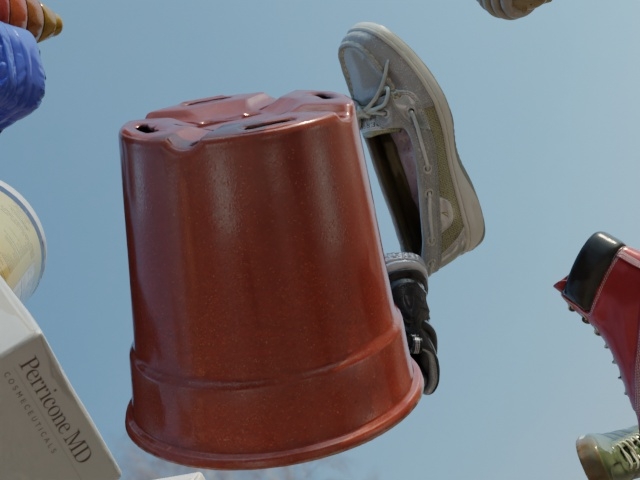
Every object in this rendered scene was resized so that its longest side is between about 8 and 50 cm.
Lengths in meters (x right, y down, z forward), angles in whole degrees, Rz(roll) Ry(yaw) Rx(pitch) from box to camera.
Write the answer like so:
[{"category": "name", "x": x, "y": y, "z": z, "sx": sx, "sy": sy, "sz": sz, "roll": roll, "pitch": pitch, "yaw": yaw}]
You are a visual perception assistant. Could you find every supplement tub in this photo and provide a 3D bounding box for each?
[{"category": "supplement tub", "x": -0.507, "y": 0.056, "z": 1.438, "sx": 0.228, "sy": 0.228, "sz": 0.316, "roll": -60, "pitch": 8, "yaw": 20}]

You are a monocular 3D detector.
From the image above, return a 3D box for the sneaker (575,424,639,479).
[{"category": "sneaker", "x": 0.343, "y": 0.231, "z": 1.216, "sx": 0.086, "sy": 0.064, "sz": 0.192, "roll": -27, "pitch": -20, "yaw": 18}]

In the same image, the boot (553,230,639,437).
[{"category": "boot", "x": 0.304, "y": 0.115, "z": 1.078, "sx": 0.088, "sy": 0.176, "sz": 0.244, "roll": -25, "pitch": -53, "yaw": -39}]

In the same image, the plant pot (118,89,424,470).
[{"category": "plant pot", "x": -0.057, "y": 0.016, "z": 0.960, "sx": 0.272, "sy": 0.272, "sz": 0.265, "roll": -21, "pitch": -69, "yaw": -39}]

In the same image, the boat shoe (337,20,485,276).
[{"category": "boat shoe", "x": 0.098, "y": -0.110, "z": 1.343, "sx": 0.103, "sy": 0.118, "sz": 0.321, "roll": -34, "pitch": -68, "yaw": -28}]

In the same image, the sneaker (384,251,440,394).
[{"category": "sneaker", "x": 0.073, "y": 0.140, "z": 1.352, "sx": 0.101, "sy": 0.153, "sz": 0.269, "roll": -1, "pitch": -33, "yaw": -13}]

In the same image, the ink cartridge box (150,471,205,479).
[{"category": "ink cartridge box", "x": -0.170, "y": 0.382, "z": 1.282, "sx": 0.225, "sy": 0.181, "sz": 0.056, "roll": 65, "pitch": -151, "yaw": -16}]

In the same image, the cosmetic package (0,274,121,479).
[{"category": "cosmetic package", "x": -0.465, "y": 0.255, "z": 1.126, "sx": 0.453, "sy": 0.161, "sz": 0.230, "roll": -32, "pitch": -53, "yaw": -17}]

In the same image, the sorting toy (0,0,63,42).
[{"category": "sorting toy", "x": -0.365, "y": -0.123, "z": 1.210, "sx": 0.126, "sy": 0.127, "sz": 0.366, "roll": -4, "pitch": -62, "yaw": -48}]

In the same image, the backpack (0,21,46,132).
[{"category": "backpack", "x": -0.315, "y": -0.143, "z": 0.991, "sx": 0.120, "sy": 0.098, "sz": 0.101, "roll": -19, "pitch": -8, "yaw": 21}]

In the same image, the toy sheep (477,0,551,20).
[{"category": "toy sheep", "x": 0.234, "y": -0.320, "z": 1.377, "sx": 0.091, "sy": 0.132, "sz": 0.091, "roll": -15, "pitch": -61, "yaw": -28}]
